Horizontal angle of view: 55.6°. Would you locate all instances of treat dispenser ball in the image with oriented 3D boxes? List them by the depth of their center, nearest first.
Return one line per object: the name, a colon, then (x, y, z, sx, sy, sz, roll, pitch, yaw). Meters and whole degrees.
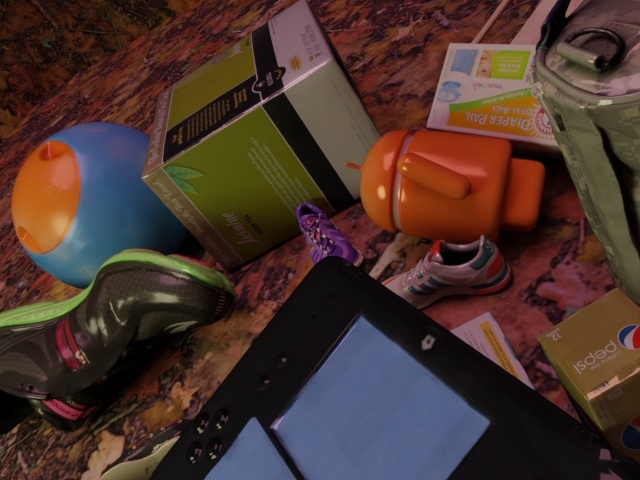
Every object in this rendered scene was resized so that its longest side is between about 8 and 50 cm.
treat dispenser ball: (-0.369, -0.057, 1.041, 0.288, 0.288, 0.288, -24, 36, 19)

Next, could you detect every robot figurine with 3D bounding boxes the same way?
robot figurine: (0.141, -0.063, 0.702, 0.220, 0.128, 0.158, 9, 34, 19)

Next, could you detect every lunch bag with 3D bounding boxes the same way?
lunch bag: (0.310, -0.081, 0.450, 0.256, 0.305, 0.212, -39, 33, -5)

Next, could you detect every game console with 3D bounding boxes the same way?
game console: (-0.001, 0.207, 0.473, 0.341, 0.060, 0.386, -56, 34, 1)

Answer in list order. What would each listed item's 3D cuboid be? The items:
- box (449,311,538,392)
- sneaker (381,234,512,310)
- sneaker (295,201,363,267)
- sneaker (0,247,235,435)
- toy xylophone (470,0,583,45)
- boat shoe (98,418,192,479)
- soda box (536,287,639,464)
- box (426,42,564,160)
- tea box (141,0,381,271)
box: (0.078, 0.171, 0.572, 0.244, 0.060, 0.100, -30, 35, 11)
sneaker: (0.126, 0.032, 0.682, 0.161, 0.075, 0.057, -15, 40, 29)
sneaker: (0.000, 0.000, 0.837, 0.068, 0.071, 0.170, -37, 35, -1)
sneaker: (-0.318, 0.163, 0.874, 0.483, 0.185, 0.202, -25, 54, 23)
toy xylophone: (0.340, -0.294, 0.873, 0.322, 0.081, 0.236, -47, 36, -15)
boat shoe: (-0.207, 0.262, 0.732, 0.133, 0.049, 0.042, -31, 29, 5)
soda box: (0.212, 0.117, 0.409, 0.061, 0.181, 0.058, -33, 34, 6)
box: (0.248, -0.165, 0.728, 0.203, 0.103, 0.114, 20, 97, 46)
tea box: (-0.089, -0.183, 1.002, 0.324, 0.220, 0.329, -28, 35, 11)
